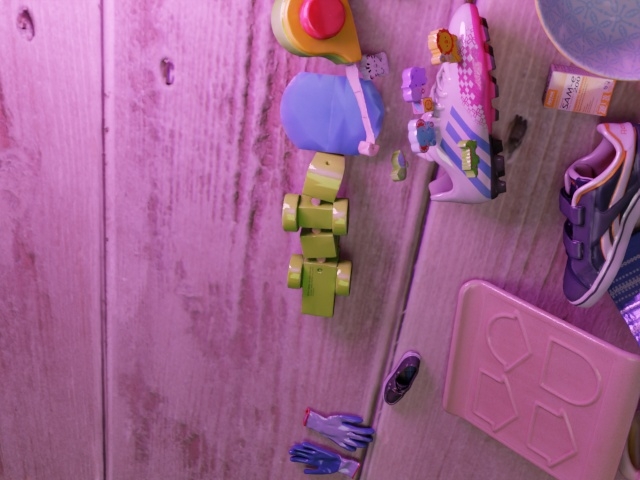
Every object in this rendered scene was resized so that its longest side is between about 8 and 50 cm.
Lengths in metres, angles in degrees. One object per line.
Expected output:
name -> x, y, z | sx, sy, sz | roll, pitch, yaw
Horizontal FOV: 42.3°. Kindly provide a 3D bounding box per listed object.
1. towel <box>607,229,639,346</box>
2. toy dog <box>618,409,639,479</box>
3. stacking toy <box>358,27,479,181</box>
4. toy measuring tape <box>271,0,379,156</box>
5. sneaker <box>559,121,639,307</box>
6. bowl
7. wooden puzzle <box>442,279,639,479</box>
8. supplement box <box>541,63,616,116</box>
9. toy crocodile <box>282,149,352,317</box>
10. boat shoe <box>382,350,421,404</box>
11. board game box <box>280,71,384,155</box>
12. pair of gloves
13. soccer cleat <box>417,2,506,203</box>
towel -> 0.616, 0.105, 1.326 | 0.243, 0.336, 0.040 | -34, 149, 24
toy dog -> 0.664, 0.437, 1.436 | 0.285, 0.395, 0.407 | 14, 116, -6
stacking toy -> 0.148, -0.196, 1.255 | 0.167, 0.052, 0.221 | 0, 106, 51
toy measuring tape -> 0.000, -0.274, 1.255 | 0.121, 0.121, 0.330 | -11, 107, 15
sneaker -> 0.444, -0.045, 1.350 | 0.128, 0.126, 0.321 | 16, 112, -6
bowl -> 0.430, -0.379, 1.122 | 0.290, 0.156, 0.289 | 4, 123, 6
wooden puzzle -> 0.401, 0.260, 1.510 | 0.348, 0.080, 0.322 | 25, 127, 34
supplement box -> 0.401, -0.234, 1.288 | 0.099, 0.036, 0.062 | 8, 122, 4
toy crocodile -> 0.000, 0.000, 1.465 | 0.115, 0.105, 0.340 | 4, 126, 8
boat shoe -> 0.158, 0.280, 1.642 | 0.049, 0.040, 0.142 | 20, 122, -4
board game box -> 0.019, -0.212, 1.358 | 0.169, 0.033, 0.133 | 6, 119, 2
pair of gloves -> 0.022, 0.439, 1.774 | 0.159, 0.023, 0.198 | 19, 122, -1
soccer cleat -> 0.208, -0.197, 1.292 | 0.143, 0.116, 0.331 | -6, 121, 12
